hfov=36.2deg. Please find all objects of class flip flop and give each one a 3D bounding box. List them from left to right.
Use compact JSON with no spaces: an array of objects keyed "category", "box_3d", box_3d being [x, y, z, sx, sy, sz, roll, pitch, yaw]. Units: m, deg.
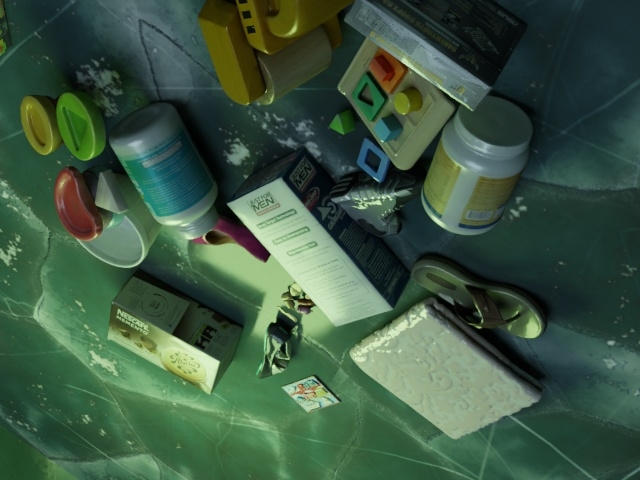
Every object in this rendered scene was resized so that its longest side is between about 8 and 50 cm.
[{"category":"flip flop","box_3d":[0.294,0.119,1.860,0.277,0.080,0.112,27,140,8]}]

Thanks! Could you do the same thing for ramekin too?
[{"category":"ramekin","box_3d":[-0.447,-0.051,2.156,0.207,0.109,0.207,18,137,18]}]

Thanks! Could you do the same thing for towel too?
[{"category":"towel","box_3d":[0.257,0.272,2.046,0.317,0.053,0.332,38,144,-7]}]

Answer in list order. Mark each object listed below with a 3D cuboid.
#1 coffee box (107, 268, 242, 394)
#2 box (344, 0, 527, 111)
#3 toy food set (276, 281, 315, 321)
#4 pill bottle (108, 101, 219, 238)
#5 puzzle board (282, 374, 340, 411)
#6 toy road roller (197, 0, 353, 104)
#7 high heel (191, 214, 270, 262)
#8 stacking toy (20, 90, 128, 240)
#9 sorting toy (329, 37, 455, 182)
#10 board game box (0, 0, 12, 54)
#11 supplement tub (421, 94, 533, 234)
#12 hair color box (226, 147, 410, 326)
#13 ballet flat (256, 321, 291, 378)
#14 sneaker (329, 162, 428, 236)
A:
[{"category":"coffee box","box_3d":[-0.354,0.221,2.357,0.297,0.119,0.168,29,141,5]},{"category":"box","box_3d":[0.173,-0.317,1.428,0.231,0.183,0.056,34,140,-2]},{"category":"toy food set","box_3d":[-0.042,0.128,2.140,0.078,0.019,0.122,38,132,-6]},{"category":"pill bottle","box_3d":[-0.299,-0.131,1.950,0.146,0.146,0.264,-2,128,35]},{"category":"puzzle board","box_3d":[-0.024,0.376,2.378,0.096,0.011,0.128,47,139,-15]},{"category":"toy road roller","box_3d":[-0.046,-0.352,1.466,0.240,0.202,0.329,32,148,41]},{"category":"high heel","box_3d":[-0.189,0.008,2.032,0.244,0.117,0.082,-9,152,33]},{"category":"stacking toy","box_3d":[-0.441,-0.168,1.929,0.279,0.130,0.309,-9,102,51]},{"category":"sorting toy","box_3d":[0.113,-0.234,1.608,0.196,0.047,0.348,53,142,15]},{"category":"board game box","box_3d":[-0.701,-0.468,1.957,0.141,0.048,0.170,20,138,13]},{"category":"supplement tub","box_3d":[0.255,-0.122,1.595,0.144,0.144,0.200,26,138,9]},{"category":"hair color box","box_3d":[0.000,0.000,1.916,0.174,0.105,0.347,-22,116,44]},{"category":"ballet flat","box_3d":[-0.104,0.269,2.282,0.074,0.074,0.203,25,137,10]},{"category":"sneaker","box_3d":[0.133,-0.068,1.790,0.228,0.086,0.132,-3,134,48]}]
